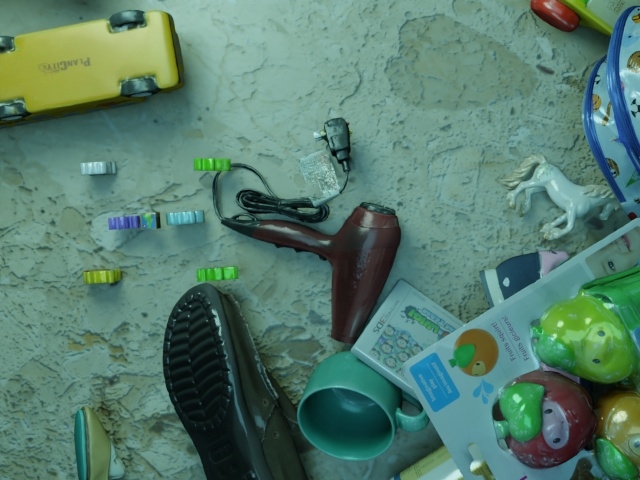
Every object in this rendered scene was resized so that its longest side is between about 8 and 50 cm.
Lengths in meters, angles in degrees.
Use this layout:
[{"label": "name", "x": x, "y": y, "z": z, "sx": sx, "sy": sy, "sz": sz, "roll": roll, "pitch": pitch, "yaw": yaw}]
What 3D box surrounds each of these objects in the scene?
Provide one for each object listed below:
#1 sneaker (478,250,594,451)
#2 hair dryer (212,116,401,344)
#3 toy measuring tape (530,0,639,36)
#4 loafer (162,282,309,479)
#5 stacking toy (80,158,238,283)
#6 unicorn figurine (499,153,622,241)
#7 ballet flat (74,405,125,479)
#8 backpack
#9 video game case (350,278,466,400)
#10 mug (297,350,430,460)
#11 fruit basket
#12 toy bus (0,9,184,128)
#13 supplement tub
[{"label": "sneaker", "x": 0.323, "y": 0.164, "z": 1.534, "sx": 0.131, "sy": 0.112, "sz": 0.319, "roll": -24, "pitch": 90, "yaw": 8}, {"label": "hair dryer", "x": 0.000, "y": 0.000, "z": 1.595, "sx": 0.223, "sy": 0.080, "sz": 0.294, "roll": -26, "pitch": 83, "yaw": 21}, {"label": "toy measuring tape", "x": 0.375, "y": -0.300, "z": 1.542, "sx": 0.330, "sy": 0.121, "sz": 0.121, "roll": 31, "pitch": 94, "yaw": -19}, {"label": "loafer", "x": -0.105, "y": 0.234, "z": 1.587, "sx": 0.133, "sy": 0.130, "sz": 0.366, "roll": -24, "pitch": 79, "yaw": 39}, {"label": "stacking toy", "x": -0.221, "y": -0.027, "z": 1.608, "sx": 0.221, "sy": 0.052, "sz": 0.167, "roll": -2, "pitch": 93, "yaw": 8}, {"label": "unicorn figurine", "x": 0.323, "y": -0.052, "z": 1.554, "sx": 0.162, "sy": 0.060, "sz": 0.111, "roll": 44, "pitch": 95, "yaw": 3}, {"label": "ballet flat", "x": -0.304, "y": 0.341, "z": 1.627, "sx": 0.073, "sy": 0.080, "sz": 0.232, "roll": 1, "pitch": 94, "yaw": -23}, {"label": "backpack", "x": 0.437, "y": -0.164, "z": 1.422, "sx": 0.213, "sy": 0.277, "sz": 0.263, "roll": -10, "pitch": 126, "yaw": 27}, {"label": "video game case", "x": 0.136, "y": 0.142, "z": 1.551, "sx": 0.157, "sy": 0.019, "sz": 0.143, "roll": 35, "pitch": 49, "yaw": 3}, {"label": "mug", "x": 0.055, "y": 0.217, "z": 1.557, "sx": 0.157, "sy": 0.097, "sz": 0.129, "roll": 29, "pitch": 126, "yaw": -5}, {"label": "fruit basket", "x": 0.323, "y": 0.196, "z": 1.410, "sx": 0.353, "sy": 0.165, "sz": 0.327, "roll": -31, "pitch": 96, "yaw": -14}, {"label": "toy bus", "x": -0.347, "y": -0.222, "z": 1.578, "sx": 0.332, "sy": 0.130, "sz": 0.108, "roll": -10, "pitch": 90, "yaw": 5}, {"label": "supplement tub", "x": 0.199, "y": 0.326, "z": 1.533, "sx": 0.199, "sy": 0.144, "sz": 0.144, "roll": -33, "pitch": 88, "yaw": 6}]
